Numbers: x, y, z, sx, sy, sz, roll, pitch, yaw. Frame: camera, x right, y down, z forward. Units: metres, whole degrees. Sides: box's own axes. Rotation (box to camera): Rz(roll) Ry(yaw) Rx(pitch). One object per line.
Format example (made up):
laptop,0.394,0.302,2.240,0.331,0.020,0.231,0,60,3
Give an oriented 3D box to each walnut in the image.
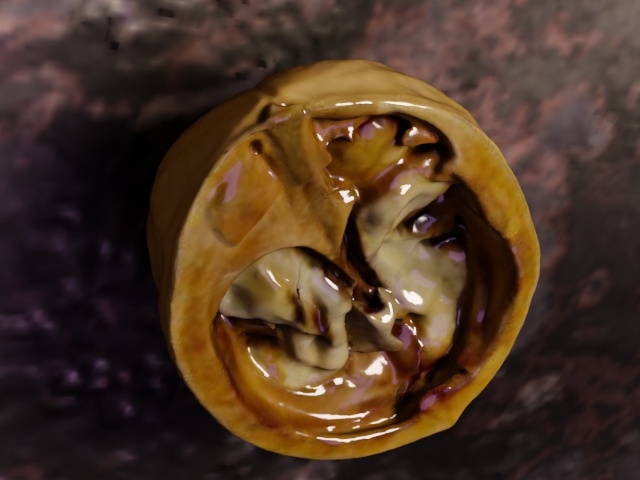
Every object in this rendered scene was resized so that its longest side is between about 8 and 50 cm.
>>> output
walnut,0.000,0.000,0.395,0.091,0.052,0.121,-31,133,-5
